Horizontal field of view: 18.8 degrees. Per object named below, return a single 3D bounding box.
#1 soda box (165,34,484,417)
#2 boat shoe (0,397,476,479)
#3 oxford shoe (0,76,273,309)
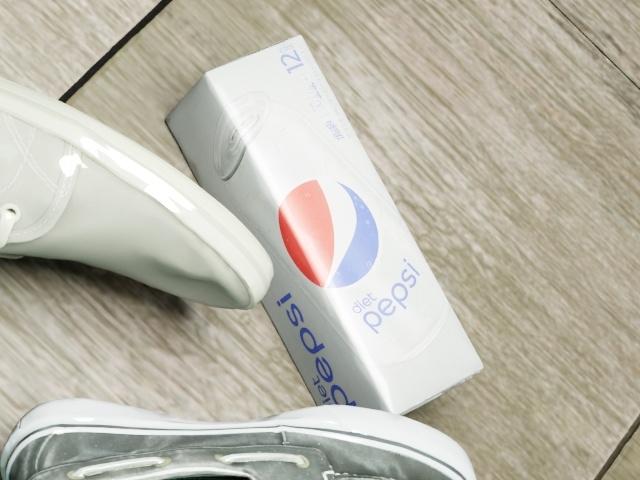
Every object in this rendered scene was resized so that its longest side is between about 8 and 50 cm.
[{"bbox_3d":[0.000,0.000,1.426,0.091,0.098,0.286,-25,84,-30],"label":"soda box"},{"bbox_3d":[-0.048,0.187,1.305,0.335,0.121,0.119,4,29,-15],"label":"boat shoe"},{"bbox_3d":[-0.246,-0.045,1.294,0.449,0.169,0.130,26,69,-10],"label":"oxford shoe"}]
